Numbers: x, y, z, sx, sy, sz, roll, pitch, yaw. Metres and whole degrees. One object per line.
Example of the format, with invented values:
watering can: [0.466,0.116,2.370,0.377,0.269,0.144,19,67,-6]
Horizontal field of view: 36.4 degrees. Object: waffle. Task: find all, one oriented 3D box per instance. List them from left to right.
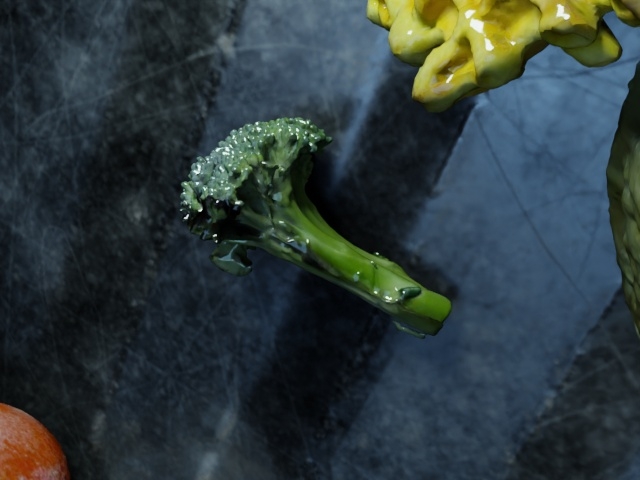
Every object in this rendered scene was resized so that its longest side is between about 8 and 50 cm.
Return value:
waffle: [0.108,-0.212,0.480,0.283,0.065,0.310,20,101,56]

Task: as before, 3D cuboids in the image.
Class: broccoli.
broccoli: [0.001,0.000,0.675,0.204,0.118,0.122,37,90,-7]

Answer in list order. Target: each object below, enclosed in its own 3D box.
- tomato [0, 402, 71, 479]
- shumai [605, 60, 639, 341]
tomato: [-0.322,0.233,0.852,0.232,0.189,0.232,0,130,0]
shumai: [0.309,0.028,0.445,0.288,0.292,0.330,-16,94,6]
